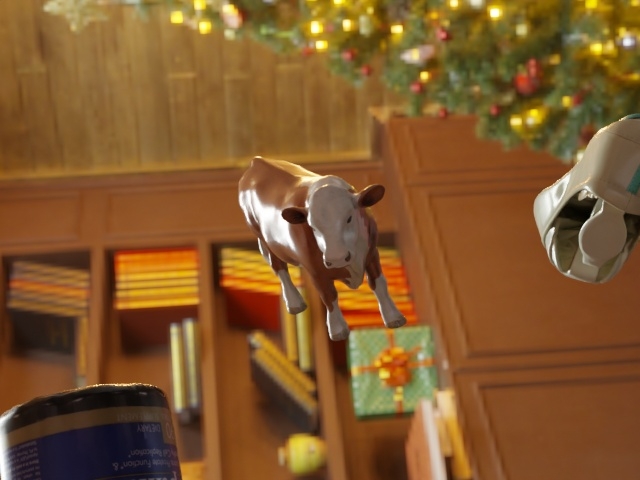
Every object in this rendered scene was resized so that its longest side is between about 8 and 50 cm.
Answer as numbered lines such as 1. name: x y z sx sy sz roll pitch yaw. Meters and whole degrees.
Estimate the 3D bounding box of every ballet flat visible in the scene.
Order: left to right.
1. ballet flat: 0.200 -0.012 0.931 0.248 0.086 0.086 88 177 -72

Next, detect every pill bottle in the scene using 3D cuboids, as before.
1. pill bottle: -0.146 0.216 0.863 0.123 0.122 0.219 103 156 -72

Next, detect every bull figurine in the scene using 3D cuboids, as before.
1. bull figurine: 0.000 0.000 1.342 0.310 0.101 0.188 38 148 64
